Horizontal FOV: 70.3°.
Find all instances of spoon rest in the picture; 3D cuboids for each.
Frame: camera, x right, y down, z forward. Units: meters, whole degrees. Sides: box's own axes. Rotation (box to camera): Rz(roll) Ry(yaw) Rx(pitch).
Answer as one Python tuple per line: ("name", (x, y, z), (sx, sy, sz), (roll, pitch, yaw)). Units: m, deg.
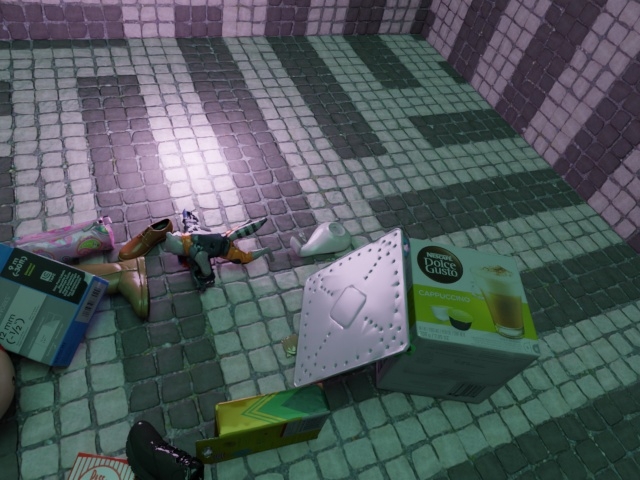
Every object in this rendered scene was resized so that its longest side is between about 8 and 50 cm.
("spoon rest", (0.000, 0.000, 1.651), (0.276, 0.084, 0.137), (-16, 56, -41))

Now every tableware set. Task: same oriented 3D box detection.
("tableware set", (-0.026, 0.325, 1.395), (0.168, 0.020, 0.141), (-30, 61, -31))

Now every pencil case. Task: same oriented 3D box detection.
("pencil case", (-0.790, 0.008, 1.408), (0.283, 0.124, 0.124), (-19, 57, -26))

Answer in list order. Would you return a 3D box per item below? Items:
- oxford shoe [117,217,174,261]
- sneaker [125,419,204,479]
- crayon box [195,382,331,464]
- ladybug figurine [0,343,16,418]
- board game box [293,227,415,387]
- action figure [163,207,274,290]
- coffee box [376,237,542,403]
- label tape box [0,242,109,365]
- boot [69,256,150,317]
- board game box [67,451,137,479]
("oxford shoe", (-0.581, -0.009, 1.504), (0.076, 0.076, 0.212), (35, 53, 14))
("sneaker", (-0.340, 0.531, 1.056), (0.130, 0.109, 0.286), (-44, 72, 8))
("crayon box", (-0.150, 0.459, 1.129), (0.318, 0.202, 0.081), (-6, 51, -19))
("ladybug figurine", (-0.901, 0.285, 1.067), (0.449, 0.305, 0.162), (31, 10, 9))
("board game box", (0.092, 0.197, 1.298), (0.050, 0.389, 0.390), (37, 40, -31))
("action figure", (-0.357, -0.021, 1.509), (0.329, 0.179, 0.342), (-9, 55, -33))
("coffee box", (0.374, 0.242, 1.351), (0.337, 0.338, 0.335), (11, 49, -6))
("label tape box", (-0.797, 0.160, 1.219), (0.347, 0.115, 0.249), (20, 76, 0))
("boot", (-0.652, 0.155, 1.345), (0.269, 0.089, 0.236), (-8, 42, -20))
("board game box", (-0.511, 0.596, 1.027), (0.146, 0.045, 0.194), (11, 49, -5))
